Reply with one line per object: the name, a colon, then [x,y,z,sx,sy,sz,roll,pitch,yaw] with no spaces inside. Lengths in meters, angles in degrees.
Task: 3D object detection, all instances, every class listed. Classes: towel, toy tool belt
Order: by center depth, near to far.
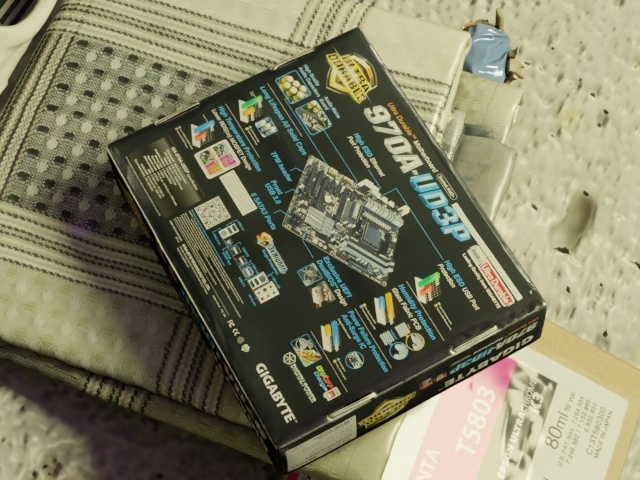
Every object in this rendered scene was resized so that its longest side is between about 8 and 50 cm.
towel: [-0.055,-0.033,0.956,0.324,0.056,0.312,19,63,7]
toy tool belt: [0.122,-0.124,1.112,0.052,0.051,0.083,8,68,-18]

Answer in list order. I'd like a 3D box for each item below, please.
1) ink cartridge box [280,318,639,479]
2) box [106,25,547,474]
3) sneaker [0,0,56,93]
ink cartridge box: [0.083,0.151,0.974,0.193,0.088,0.234,28,64,-11]
box: [0.000,0.000,0.891,0.175,0.051,0.220,-27,67,-12]
sneaker: [-0.239,-0.111,0.945,0.094,0.091,0.258,28,63,-10]
